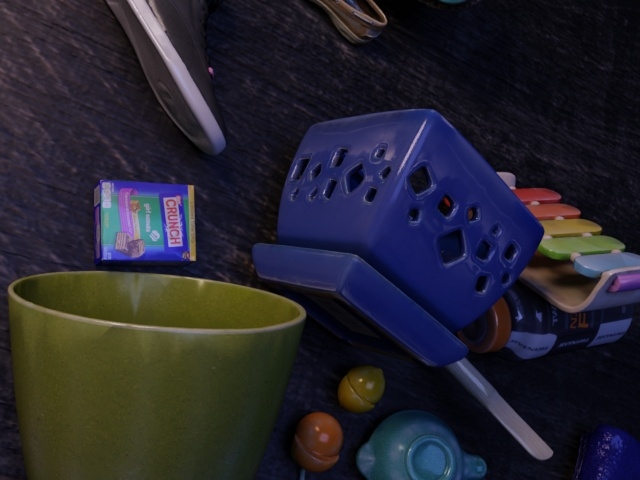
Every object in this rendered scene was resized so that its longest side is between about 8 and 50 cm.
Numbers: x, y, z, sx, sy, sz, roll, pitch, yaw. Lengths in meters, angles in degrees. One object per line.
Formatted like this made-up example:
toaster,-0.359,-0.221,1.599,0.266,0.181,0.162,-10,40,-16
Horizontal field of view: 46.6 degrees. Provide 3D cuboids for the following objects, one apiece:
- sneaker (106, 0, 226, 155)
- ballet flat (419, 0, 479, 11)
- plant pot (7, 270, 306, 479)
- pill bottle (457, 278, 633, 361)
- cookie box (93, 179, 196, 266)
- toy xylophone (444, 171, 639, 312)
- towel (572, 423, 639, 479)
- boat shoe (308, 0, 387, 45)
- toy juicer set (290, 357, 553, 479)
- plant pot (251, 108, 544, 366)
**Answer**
sneaker,-0.146,-0.253,0.867,0.147,0.104,0.295,-29,91,-24
ballet flat,0.020,-0.466,0.958,0.483,0.164,0.182,28,31,-15
plant pot,-0.166,0.197,0.719,0.275,0.275,0.293,4,96,-28
pill bottle,0.307,0.099,1.040,0.246,0.130,0.130,-5,84,-29
cookie box,-0.198,-0.018,0.840,0.107,0.040,0.091,1,81,-29
toy xylophone,0.325,-0.002,1.006,0.236,0.323,0.081,-9,121,-36
towel,0.422,0.450,1.084,0.228,0.076,0.308,39,65,-25
boat shoe,0.016,-0.347,0.990,0.190,0.072,0.068,38,67,-18
toy juicer set,0.109,0.247,0.943,0.329,0.089,0.209,-20,79,-21
plant pot,0.075,0.007,0.862,0.236,0.236,0.212,40,72,-30
